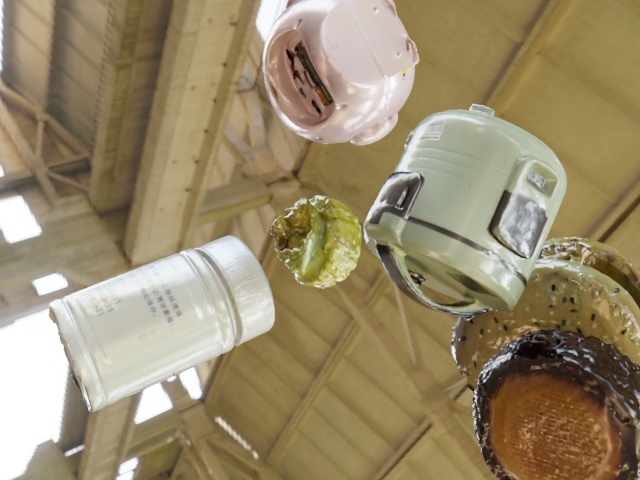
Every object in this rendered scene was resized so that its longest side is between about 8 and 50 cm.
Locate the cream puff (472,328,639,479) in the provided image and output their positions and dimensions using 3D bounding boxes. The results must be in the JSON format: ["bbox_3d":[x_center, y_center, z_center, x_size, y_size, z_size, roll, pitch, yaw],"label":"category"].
[{"bbox_3d":[0.312,0.223,0.961,0.239,0.165,0.239,9,-75,37],"label":"cream puff"}]

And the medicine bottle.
[{"bbox_3d":[-0.259,0.129,1.267,0.190,0.332,0.190,49,-29,39],"label":"medicine bottle"}]

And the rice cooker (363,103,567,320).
[{"bbox_3d":[0.179,-0.029,0.962,0.226,0.226,0.244,21,-101,48],"label":"rice cooker"}]

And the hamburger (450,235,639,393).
[{"bbox_3d":[0.383,0.145,1.178,0.318,0.195,0.276,31,-57,22],"label":"hamburger"}]

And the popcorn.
[{"bbox_3d":[0.000,0.000,1.771,0.204,0.184,0.221,-42,-134,25],"label":"popcorn"}]

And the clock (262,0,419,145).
[{"bbox_3d":[0.010,-0.368,1.704,0.368,0.251,0.377,62,-25,-3],"label":"clock"}]
